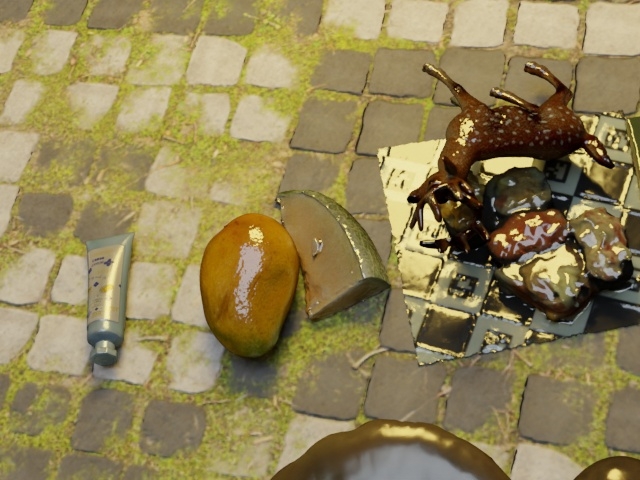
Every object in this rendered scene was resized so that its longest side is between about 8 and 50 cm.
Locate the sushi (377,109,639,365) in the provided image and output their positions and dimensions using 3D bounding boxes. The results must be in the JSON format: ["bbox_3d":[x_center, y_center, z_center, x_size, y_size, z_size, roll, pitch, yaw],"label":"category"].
[{"bbox_3d":[0.219,-0.026,1.412,0.294,0.059,0.292,-11,59,8],"label":"sushi"}]

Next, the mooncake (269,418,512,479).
[{"bbox_3d":[0.067,0.323,1.193,0.290,0.161,0.290,-5,62,10],"label":"mooncake"}]

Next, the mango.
[{"bbox_3d":[-0.084,0.049,1.429,0.115,0.089,0.165,12,76,18],"label":"mango"}]

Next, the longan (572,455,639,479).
[{"bbox_3d":[0.287,0.263,1.215,0.113,0.092,0.113,3,106,11],"label":"longan"}]

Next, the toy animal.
[{"bbox_3d":[0.192,-0.108,1.391,0.243,0.087,0.260,-13,43,-5],"label":"toy animal"}]

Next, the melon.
[{"bbox_3d":[0.007,-0.002,1.466,0.098,0.054,0.182,-28,57,16],"label":"melon"}]

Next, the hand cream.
[{"bbox_3d":[-0.251,0.065,1.486,0.065,0.043,0.170,-9,57,9],"label":"hand cream"}]

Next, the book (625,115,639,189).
[{"bbox_3d":[0.453,-0.030,1.369,0.201,0.026,0.289,-8,59,4],"label":"book"}]
